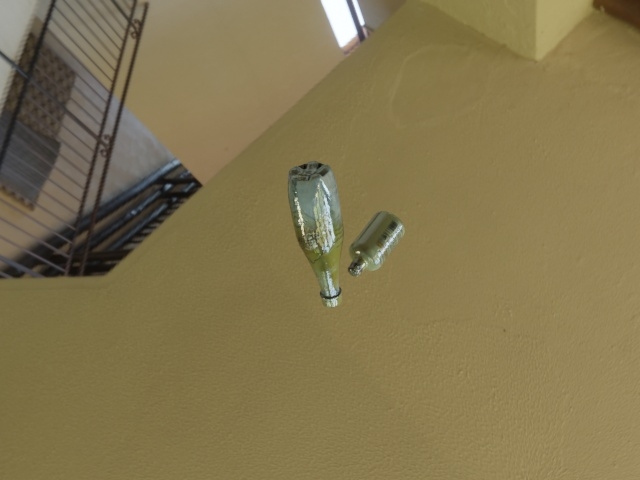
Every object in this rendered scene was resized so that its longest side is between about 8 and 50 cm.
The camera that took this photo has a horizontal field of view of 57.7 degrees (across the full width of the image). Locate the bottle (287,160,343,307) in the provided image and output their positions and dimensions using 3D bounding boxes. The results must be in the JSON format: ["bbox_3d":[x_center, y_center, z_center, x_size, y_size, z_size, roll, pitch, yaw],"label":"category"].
[{"bbox_3d":[0.000,0.000,0.988,0.083,0.269,0.083,-6,-149,4],"label":"bottle"}]

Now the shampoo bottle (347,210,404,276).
[{"bbox_3d":[0.110,0.014,1.237,0.079,0.079,0.162,23,-123,27],"label":"shampoo bottle"}]
